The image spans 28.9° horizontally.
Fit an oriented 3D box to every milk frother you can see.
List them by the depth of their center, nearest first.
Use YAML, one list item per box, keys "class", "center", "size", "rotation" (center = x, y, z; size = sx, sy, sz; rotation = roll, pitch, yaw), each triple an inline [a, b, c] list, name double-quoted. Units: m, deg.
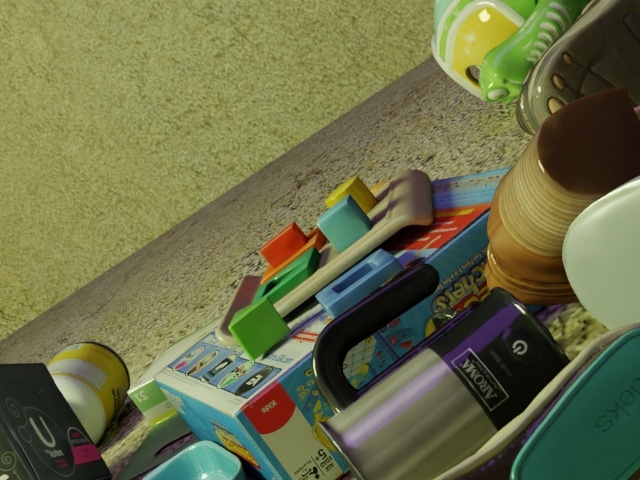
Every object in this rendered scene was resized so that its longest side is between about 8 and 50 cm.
- class: "milk frother"
  center: [0.071, 0.099, 0.755]
  size: [0.135, 0.129, 0.143]
  rotation: [-36, -33, -6]

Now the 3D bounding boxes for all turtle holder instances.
- class: "turtle holder"
  center: [0.269, -0.282, 1.603]
  size: [0.227, 0.243, 0.320]
  rotation: [-47, 44, 26]

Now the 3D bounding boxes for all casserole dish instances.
- class: "casserole dish"
  center: [-0.109, 0.208, 0.953]
  size: [0.114, 0.037, 0.188]
  rotation: [-37, 11, -15]

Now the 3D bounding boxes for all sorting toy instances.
- class: "sorting toy"
  center: [0.000, 0.000, 1.038]
  size: [0.196, 0.047, 0.348]
  rotation: [-33, 10, 11]

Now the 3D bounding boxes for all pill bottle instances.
- class: "pill bottle"
  center: [-0.292, 0.193, 1.448]
  size: [0.103, 0.103, 0.184]
  rotation: [-33, 10, 14]

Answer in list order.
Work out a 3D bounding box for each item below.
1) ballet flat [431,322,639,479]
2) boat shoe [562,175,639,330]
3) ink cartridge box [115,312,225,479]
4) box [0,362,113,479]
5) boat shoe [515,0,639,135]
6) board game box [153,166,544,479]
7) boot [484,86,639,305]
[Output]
- class: "ballet flat"
  center: [0.085, 0.134, 0.578]
  size: [0.248, 0.086, 0.086]
  rotation: [-36, 10, -13]
- class: "boat shoe"
  center: [0.262, -0.021, 0.586]
  size: [0.306, 0.113, 0.105]
  rotation: [-22, 10, 45]
- class: "ink cartridge box"
  center: [-0.125, 0.143, 1.276]
  size: [0.171, 0.056, 0.235]
  rotation: [-30, 9, 25]
- class: "box"
  center: [-0.361, 0.247, 1.166]
  size: [0.270, 0.143, 0.165]
  rotation: [-36, -11, 8]
- class: "boat shoe"
  center: [0.332, -0.229, 1.296]
  size: [0.355, 0.132, 0.130]
  rotation: [-36, 10, -15]
- class: "board game box"
  center: [0.032, 0.065, 1.019]
  size: [0.302, 0.086, 0.308]
  rotation: [-37, 10, -15]
- class: "boot"
  center: [0.240, -0.029, 0.777]
  size: [0.283, 0.109, 0.220]
  rotation: [-17, -20, -7]
